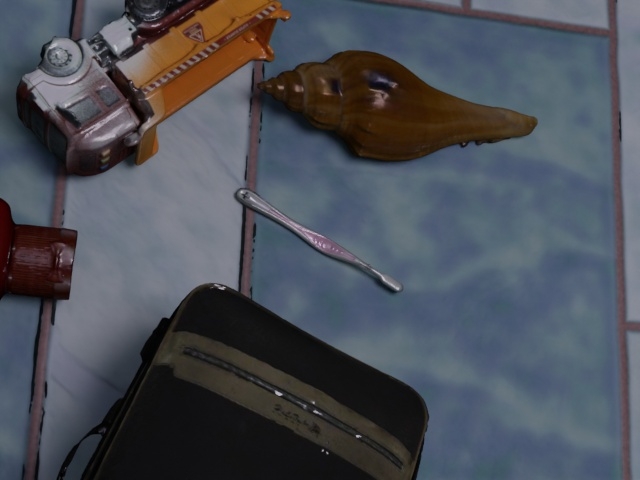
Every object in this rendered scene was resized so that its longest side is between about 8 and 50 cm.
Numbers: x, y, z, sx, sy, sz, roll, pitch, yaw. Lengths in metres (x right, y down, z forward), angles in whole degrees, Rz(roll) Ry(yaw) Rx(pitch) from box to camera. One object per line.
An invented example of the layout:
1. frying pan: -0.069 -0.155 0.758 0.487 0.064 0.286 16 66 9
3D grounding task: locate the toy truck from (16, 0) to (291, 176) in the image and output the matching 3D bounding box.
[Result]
1. toy truck: -0.169 -0.175 1.092 0.270 0.114 0.135 -38 83 -22

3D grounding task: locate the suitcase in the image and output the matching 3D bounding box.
1. suitcase: -0.091 0.254 0.903 0.283 0.194 0.434 29 52 -8

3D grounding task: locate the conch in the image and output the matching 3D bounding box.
1. conch: 0.092 -0.145 1.155 0.330 0.093 0.109 5 68 -14

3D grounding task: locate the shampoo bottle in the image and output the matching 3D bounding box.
1. shampoo bottle: -0.391 0.005 1.007 0.314 0.076 0.118 6 74 -13

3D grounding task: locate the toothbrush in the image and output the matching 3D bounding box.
1. toothbrush: 0.000 0.000 1.133 0.204 0.022 0.017 31 67 -4
